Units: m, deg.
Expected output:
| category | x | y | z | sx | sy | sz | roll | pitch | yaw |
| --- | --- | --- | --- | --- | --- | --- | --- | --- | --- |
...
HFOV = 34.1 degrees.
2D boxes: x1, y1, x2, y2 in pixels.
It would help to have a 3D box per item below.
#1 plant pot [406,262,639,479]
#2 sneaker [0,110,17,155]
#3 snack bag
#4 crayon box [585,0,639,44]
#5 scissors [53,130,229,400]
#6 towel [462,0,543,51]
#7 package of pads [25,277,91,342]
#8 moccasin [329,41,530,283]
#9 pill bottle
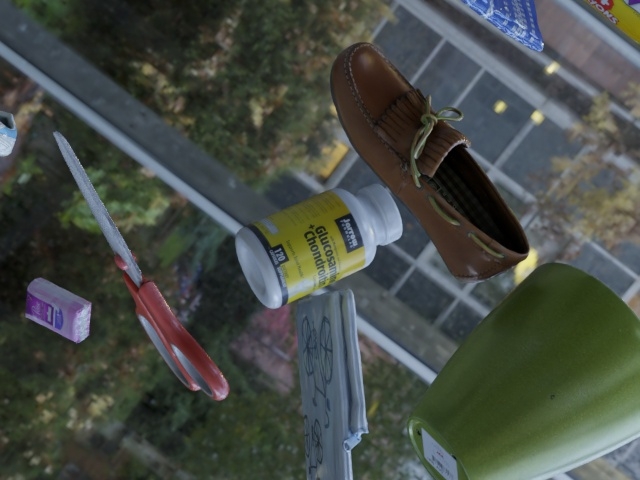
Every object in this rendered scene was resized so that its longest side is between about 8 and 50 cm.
| category | x | y | z | sx | sy | sz | roll | pitch | yaw |
| --- | --- | --- | --- | --- | --- | --- | --- | --- | --- |
| plant pot | 0.274 | 0.221 | 1.427 | 0.293 | 0.275 | 0.275 | -32 | 175 | -20 |
| sneaker | -0.581 | -0.180 | 1.727 | 0.237 | 0.085 | 0.086 | -35 | 132 | -78 |
| snack bag | 0.014 | 0.237 | 1.376 | 0.323 | 0.037 | 0.342 | 150 | -63 | -79 |
| crayon box | 0.387 | -0.368 | 1.214 | 0.106 | 0.363 | 0.313 | -48 | 172 | -8 |
| scissors | -0.161 | 0.026 | 0.869 | 0.021 | 0.297 | 0.109 | -40 | -149 | -18 |
| towel | 0.066 | -0.322 | 0.841 | 0.040 | 0.336 | 0.243 | -30 | -132 | 36 |
| package of pads | -0.314 | 0.083 | 1.250 | 0.032 | 0.083 | 0.050 | -35 | 143 | -55 |
| moccasin | 0.152 | -0.114 | 1.439 | 0.139 | 0.380 | 0.147 | -31 | 179 | -36 |
| pill bottle | 0.000 | 0.000 | 1.230 | 0.184 | 0.103 | 0.103 | -25 | 174 | -18 |
